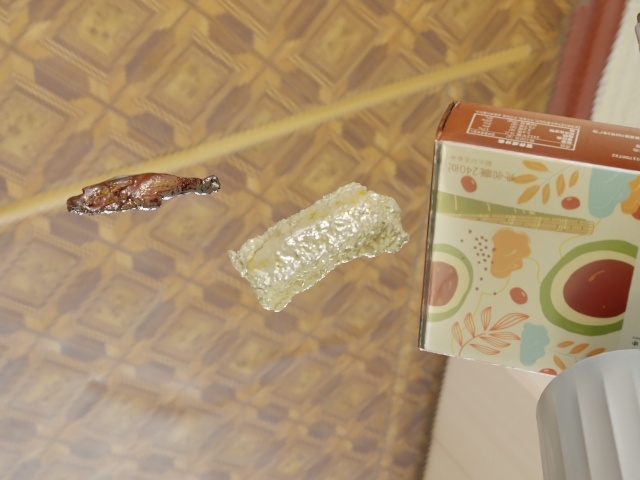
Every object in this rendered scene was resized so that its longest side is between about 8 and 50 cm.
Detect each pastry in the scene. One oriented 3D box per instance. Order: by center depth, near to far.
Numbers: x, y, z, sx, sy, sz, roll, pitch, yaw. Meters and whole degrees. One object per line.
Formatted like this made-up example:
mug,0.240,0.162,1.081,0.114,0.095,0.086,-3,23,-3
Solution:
pastry,0.001,0.006,1.677,0.258,0.121,0.089,-26,156,-2

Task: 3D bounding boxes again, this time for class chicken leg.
chicken leg,-0.241,-0.063,1.568,0.205,0.053,0.093,-5,175,5

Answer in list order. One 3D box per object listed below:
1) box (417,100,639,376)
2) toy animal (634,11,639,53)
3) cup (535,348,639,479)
box,0.337,0.016,1.568,0.122,0.385,0.344,-61,157,-53
toy animal,0.287,0.031,0.798,0.302,0.225,0.284,-56,145,-23
cup,0.398,0.358,1.438,0.237,0.327,0.323,-5,132,6
